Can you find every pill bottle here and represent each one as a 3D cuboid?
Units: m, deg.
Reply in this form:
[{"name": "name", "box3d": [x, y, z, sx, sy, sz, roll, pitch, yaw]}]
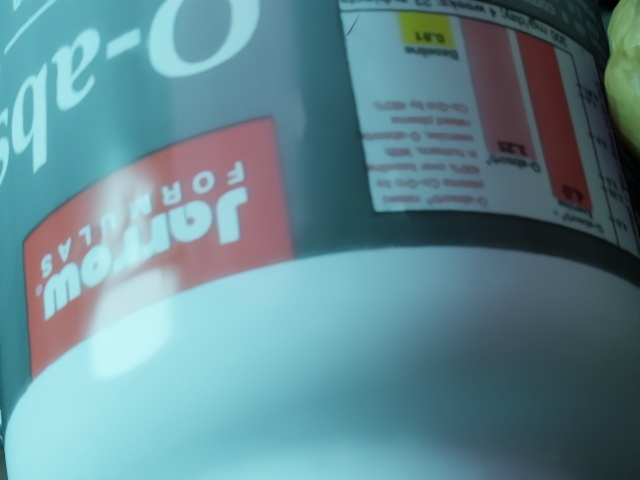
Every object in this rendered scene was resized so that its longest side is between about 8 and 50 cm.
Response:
[{"name": "pill bottle", "box3d": [0.000, 0.000, 0.632, 0.210, 0.210, 0.363, -21, 58, 18]}]

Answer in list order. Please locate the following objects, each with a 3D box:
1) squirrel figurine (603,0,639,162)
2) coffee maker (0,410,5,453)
[{"name": "squirrel figurine", "box3d": [0.268, -0.133, 0.572, 0.397, 0.281, 0.370, 11, 58, 18]}, {"name": "coffee maker", "box3d": [-0.043, 0.053, 0.830, 0.178, 0.120, 0.171, -23, 27, 15]}]
